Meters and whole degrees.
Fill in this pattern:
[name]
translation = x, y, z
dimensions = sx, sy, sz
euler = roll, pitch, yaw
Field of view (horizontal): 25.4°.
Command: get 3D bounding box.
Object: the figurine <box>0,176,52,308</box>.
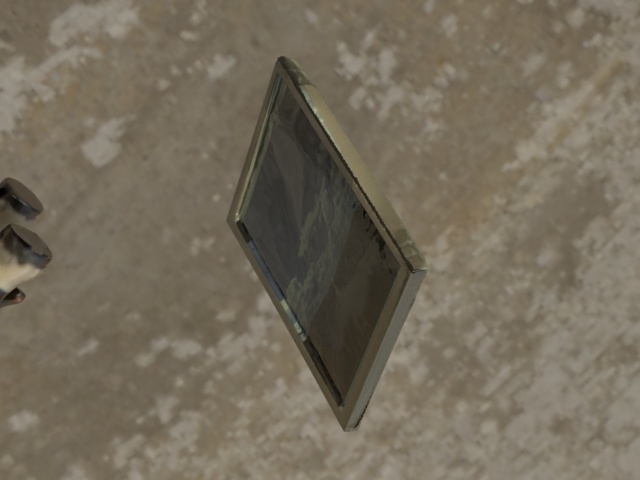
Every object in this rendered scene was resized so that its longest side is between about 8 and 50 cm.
[figurine]
translation = -0.372, 0.098, 1.092
dimensions = 0.411, 0.306, 0.241
euler = -27, 139, 31

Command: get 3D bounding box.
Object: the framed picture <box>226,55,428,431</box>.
[framed picture]
translation = 0.000, 0.000, 1.156
dimensions = 0.023, 0.260, 0.189
euler = -6, 137, -29
